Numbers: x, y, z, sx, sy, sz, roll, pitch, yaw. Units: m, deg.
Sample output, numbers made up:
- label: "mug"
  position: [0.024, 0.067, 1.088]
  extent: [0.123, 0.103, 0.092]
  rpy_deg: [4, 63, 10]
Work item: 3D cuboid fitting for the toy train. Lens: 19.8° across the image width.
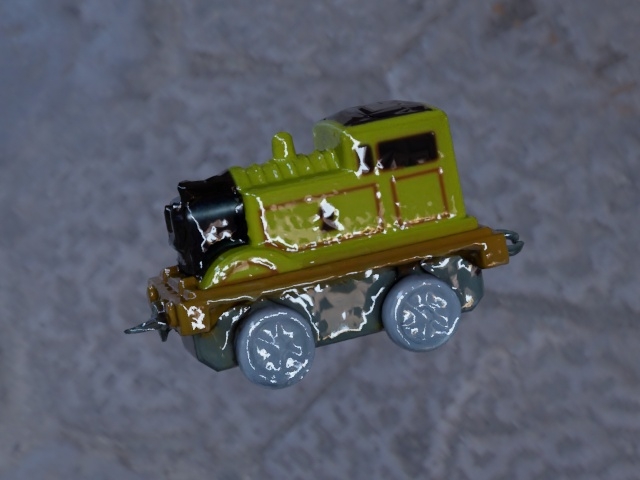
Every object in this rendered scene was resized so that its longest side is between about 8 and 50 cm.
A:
- label: "toy train"
  position: [0.000, 0.000, 0.955]
  extent: [0.219, 0.127, 0.089]
  rpy_deg: [-13, 11, -13]
